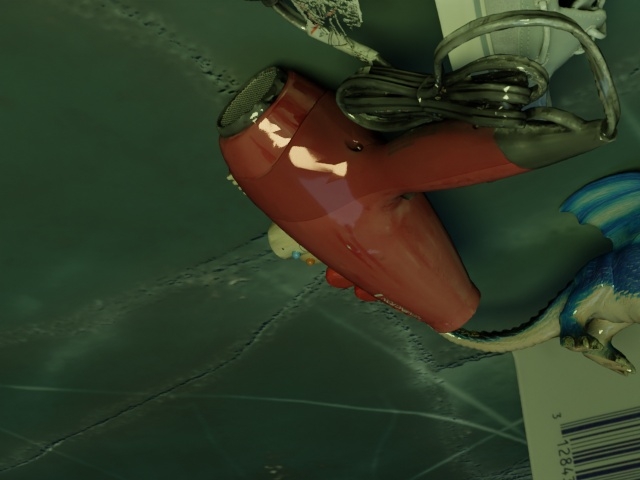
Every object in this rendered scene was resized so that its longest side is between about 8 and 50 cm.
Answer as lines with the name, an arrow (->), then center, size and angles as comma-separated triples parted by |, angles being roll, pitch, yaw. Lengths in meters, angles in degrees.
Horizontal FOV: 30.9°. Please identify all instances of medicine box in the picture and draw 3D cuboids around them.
medicine box -> 0.287, 0.242, 0.979 | 0.149, 0.263, 0.289 | -17, 145, 20

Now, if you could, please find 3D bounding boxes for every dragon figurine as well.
dragon figurine -> 0.212, 0.011, 0.773 | 0.085, 0.144, 0.289 | 24, 157, -39

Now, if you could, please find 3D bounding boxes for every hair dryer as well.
hair dryer -> 0.035, -0.033, 0.598 | 0.224, 0.080, 0.293 | 31, 161, 27

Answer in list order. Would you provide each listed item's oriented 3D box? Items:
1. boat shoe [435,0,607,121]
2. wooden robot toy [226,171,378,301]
boat shoe -> 0.102, -0.117, 0.567 | 0.081, 0.079, 0.227 | -8, 144, 15
wooden robot toy -> 0.000, 0.000, 0.753 | 0.173, 0.076, 0.079 | 27, 149, -35
